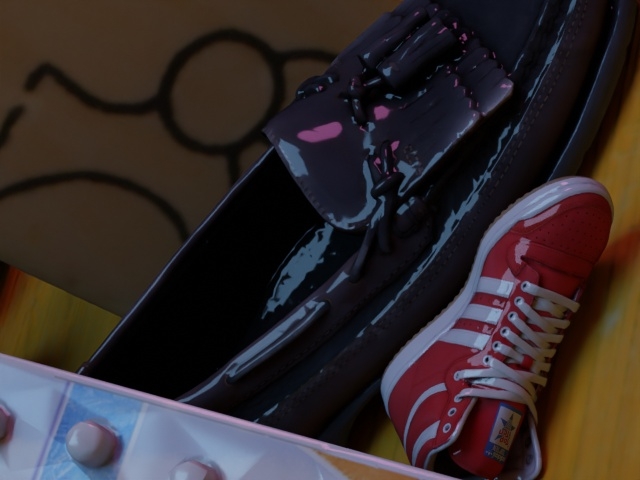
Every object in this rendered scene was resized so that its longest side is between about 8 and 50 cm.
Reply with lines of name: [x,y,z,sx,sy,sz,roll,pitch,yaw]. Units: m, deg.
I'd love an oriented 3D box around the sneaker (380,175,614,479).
sneaker: [0.066,0.038,0.653,0.118,0.042,0.067,-54,28,26]

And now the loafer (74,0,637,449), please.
loafer: [0.000,0.000,0.724,0.302,0.095,0.109,-55,33,12]

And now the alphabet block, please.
alphabet block: [-0.103,-0.093,0.844,0.192,0.197,0.193,-56,33,8]

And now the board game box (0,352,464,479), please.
board game box: [-0.130,0.221,0.569,0.390,0.050,0.390,14,74,17]
